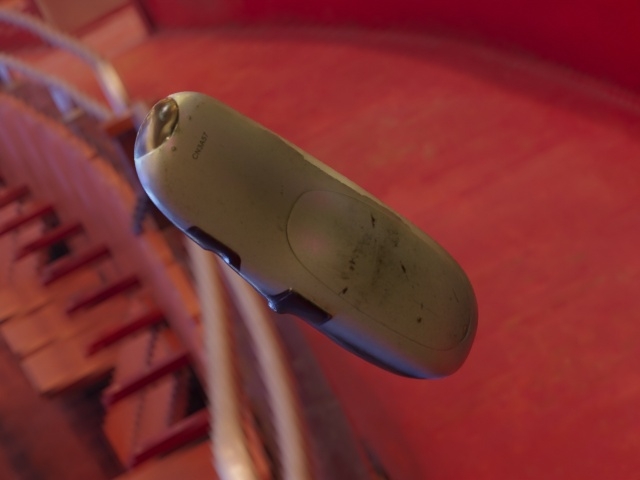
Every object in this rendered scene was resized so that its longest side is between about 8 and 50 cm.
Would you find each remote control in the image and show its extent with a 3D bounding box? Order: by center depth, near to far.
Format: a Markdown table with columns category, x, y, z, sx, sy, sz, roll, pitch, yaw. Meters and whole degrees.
| category | x | y | z | sx | sy | sz | roll | pitch | yaw |
| --- | --- | --- | --- | --- | --- | --- | --- | --- | --- |
| remote control | -0.002 | 0.000 | 1.139 | 0.045 | 0.256 | 0.097 | -23 | 40 | 56 |
